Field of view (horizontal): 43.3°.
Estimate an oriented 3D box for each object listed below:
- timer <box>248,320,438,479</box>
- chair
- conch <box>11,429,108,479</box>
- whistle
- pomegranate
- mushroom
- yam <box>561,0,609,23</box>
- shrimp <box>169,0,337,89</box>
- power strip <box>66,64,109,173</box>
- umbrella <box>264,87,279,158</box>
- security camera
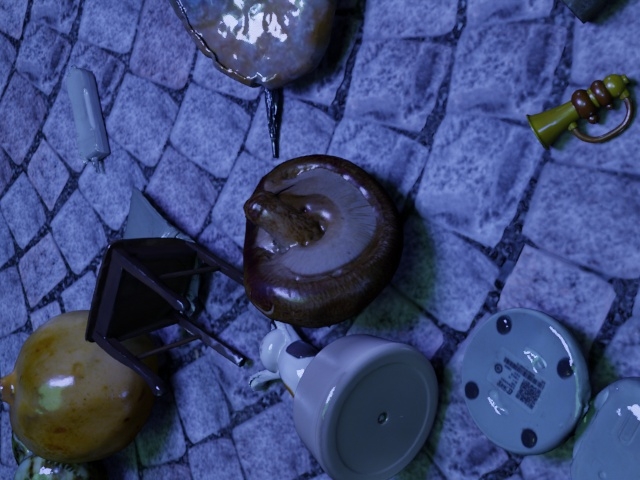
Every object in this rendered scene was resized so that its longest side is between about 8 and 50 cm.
[{"bbox_3d":[-0.003,0.171,1.013,0.266,0.175,0.175,22,103,52],"label":"timer"},{"bbox_3d":[-0.247,0.056,1.136,0.319,0.186,0.160,32,117,31],"label":"chair"},{"bbox_3d":[-0.422,0.359,1.269,0.187,0.181,0.124,29,101,5],"label":"conch"},{"bbox_3d":[0.281,-0.134,0.859,0.109,0.046,0.057,-26,61,26],"label":"whistle"},{"bbox_3d":[-0.349,0.218,1.195,0.233,0.233,0.233,0,90,35],"label":"pomegranate"},{"bbox_3d":[0.000,0.008,0.982,0.194,0.138,0.232,8,58,0],"label":"mushroom"},{"bbox_3d":[0.312,-0.302,0.822,0.169,0.068,0.068,-41,68,27],"label":"yam"},{"bbox_3d":[-0.144,-0.396,1.041,0.221,0.110,0.446,-40,85,30],"label":"shrimp"},{"bbox_3d":[-0.383,-0.200,1.329,0.047,0.030,0.191,-20,78,32],"label":"power strip"},{"bbox_3d":[-0.068,-0.249,1.114,0.044,0.044,0.269,-4,97,9],"label":"umbrella"},{"bbox_3d":[0.278,0.185,0.841,0.301,0.080,0.157,35,112,40],"label":"security camera"}]
